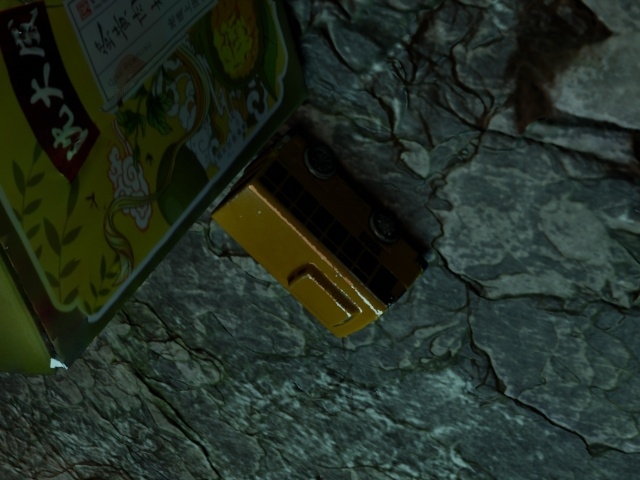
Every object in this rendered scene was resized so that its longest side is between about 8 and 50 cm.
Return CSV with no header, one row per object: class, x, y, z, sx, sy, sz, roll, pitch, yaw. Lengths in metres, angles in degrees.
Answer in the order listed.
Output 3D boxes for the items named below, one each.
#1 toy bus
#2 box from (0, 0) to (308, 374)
toy bus,0.000,0.000,1.120,0.201,0.114,0.098,45,140,-10
box,-0.192,-0.171,0.862,0.138,0.420,0.373,6,130,29
